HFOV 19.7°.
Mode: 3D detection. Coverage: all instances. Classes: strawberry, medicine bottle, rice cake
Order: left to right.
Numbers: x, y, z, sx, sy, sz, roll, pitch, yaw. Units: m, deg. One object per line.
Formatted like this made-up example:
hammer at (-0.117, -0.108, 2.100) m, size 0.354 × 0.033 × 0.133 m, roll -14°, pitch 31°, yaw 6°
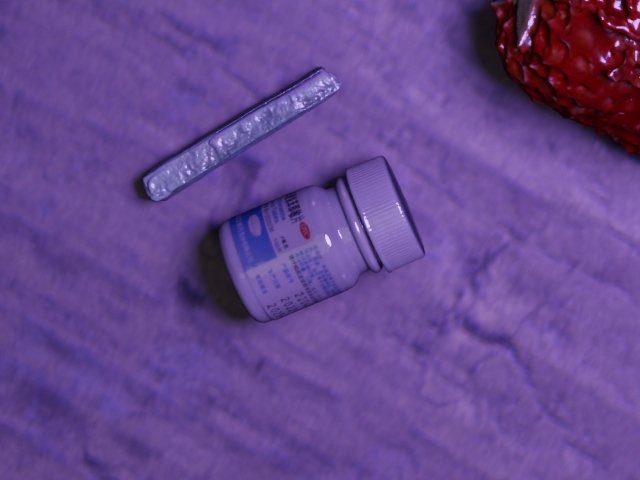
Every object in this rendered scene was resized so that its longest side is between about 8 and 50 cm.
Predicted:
rice cake at (-0.074, -0.098, 1.699) m, size 0.207 × 0.033 × 0.033 m, roll -31°, pitch 94°, yaw 6°
medicine bottle at (0.000, 0.000, 1.674) m, size 0.168 × 0.105 × 0.105 m, roll -23°, pitch 97°, yaw 6°
strawberry at (0.280, -0.161, 1.603) m, size 0.205 × 0.205 × 0.244 m, roll -40°, pitch 109°, yaw 7°
